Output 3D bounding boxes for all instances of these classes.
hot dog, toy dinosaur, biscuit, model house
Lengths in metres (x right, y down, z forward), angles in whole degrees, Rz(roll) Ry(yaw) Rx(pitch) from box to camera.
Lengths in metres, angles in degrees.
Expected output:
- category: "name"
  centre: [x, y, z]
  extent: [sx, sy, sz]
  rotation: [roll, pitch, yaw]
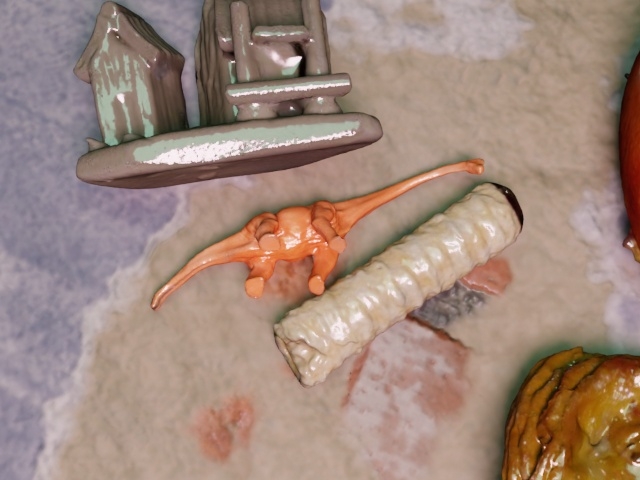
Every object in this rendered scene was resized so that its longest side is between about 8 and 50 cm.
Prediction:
- category: "hot dog"
  centre: [0.204, 0.202, 0.723]
  extent: [0.175, 0.114, 0.259]
  rotation: [11, 74, 2]
- category: "toy dinosaur"
  centre: [-0.001, -0.006, 0.804]
  extent: [0.280, 0.101, 0.055]
  rotation: [-13, 118, 1]
- category: "biscuit"
  centre: [0.064, 0.030, 0.801]
  extent: [0.219, 0.055, 0.061]
  rotation: [-32, 88, -9]
- category: "model house"
  centre: [-0.077, -0.130, 0.811]
  extent: [0.229, 0.122, 0.188]
  rotation: [-8, 72, 0]

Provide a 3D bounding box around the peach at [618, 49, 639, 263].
- category: "peach"
  centre: [0.351, -0.070, 0.737]
  extent: [0.258, 0.201, 0.361]
  rotation: [20, 63, 3]
